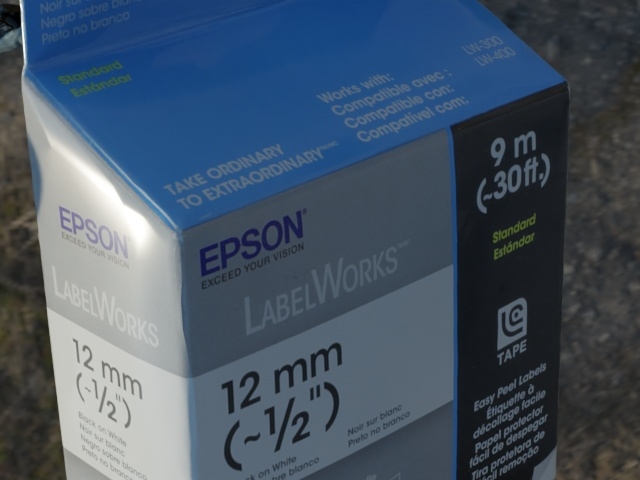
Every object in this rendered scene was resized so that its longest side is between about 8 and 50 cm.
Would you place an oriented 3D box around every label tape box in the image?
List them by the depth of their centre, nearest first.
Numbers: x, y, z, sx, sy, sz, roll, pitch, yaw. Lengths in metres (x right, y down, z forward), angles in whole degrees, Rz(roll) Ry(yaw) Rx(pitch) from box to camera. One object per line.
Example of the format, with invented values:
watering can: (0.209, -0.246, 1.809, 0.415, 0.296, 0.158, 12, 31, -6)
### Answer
label tape box: (0.000, 0.000, 0.795, 0.115, 0.249, 0.347, 25, 126, 41)

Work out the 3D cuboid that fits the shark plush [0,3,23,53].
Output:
shark plush: (-0.117, -0.110, 0.884, 0.161, 0.073, 0.067, -13, 119, 8)
